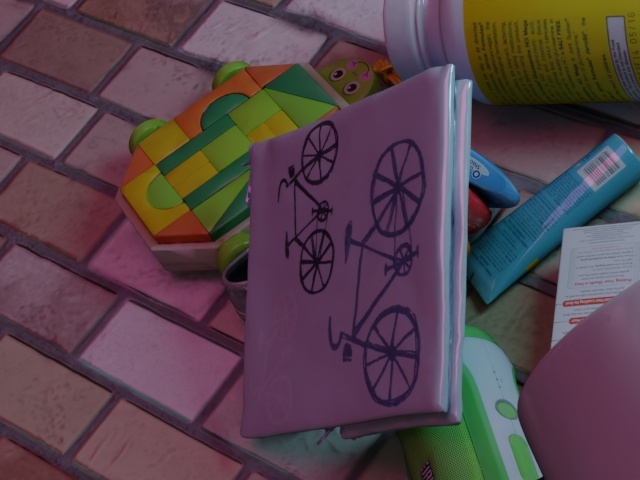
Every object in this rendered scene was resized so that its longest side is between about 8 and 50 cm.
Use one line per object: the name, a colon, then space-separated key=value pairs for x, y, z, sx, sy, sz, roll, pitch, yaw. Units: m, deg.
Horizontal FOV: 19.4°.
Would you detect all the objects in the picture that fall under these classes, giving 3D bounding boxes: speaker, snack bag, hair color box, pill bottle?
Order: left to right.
snack bag: x=0.025 y=0.029 z=1.755 sx=0.342 sy=0.037 sz=0.323 roll=-18 pitch=67 yaw=53
speaker: x=0.143 y=0.217 z=1.656 sx=0.131 sy=0.131 sz=0.296 roll=-24 pitch=46 yaw=8
pill bottle: x=0.243 y=-0.234 z=1.935 sx=0.334 sy=0.188 sz=0.188 roll=0 pitch=53 yaw=28
hair color box: x=0.271 y=0.065 z=1.767 sx=0.093 sy=0.053 sz=0.167 roll=-5 pitch=50 yaw=22

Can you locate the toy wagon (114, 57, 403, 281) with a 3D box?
toy wagon: x=-0.060 y=-0.107 z=2.069 sx=0.344 sy=0.068 sz=0.267 roll=-36 pitch=45 yaw=-4

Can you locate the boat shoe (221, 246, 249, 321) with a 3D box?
boat shoe: x=-0.001 y=0.000 z=1.943 sx=0.227 sy=0.081 sz=0.079 roll=-35 pitch=45 yaw=-2

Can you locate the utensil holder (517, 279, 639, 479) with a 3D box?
utensil holder: x=0.355 y=0.220 z=1.324 sx=0.327 sy=0.327 sz=0.385 roll=-27 pitch=63 yaw=5

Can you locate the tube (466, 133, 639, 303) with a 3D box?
tube: x=0.229 y=-0.023 z=1.869 sx=0.207 sy=0.052 sz=0.080 roll=-38 pitch=37 yaw=2

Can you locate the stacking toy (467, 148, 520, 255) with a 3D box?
stacking toy: x=0.051 y=0.035 z=1.850 sx=0.302 sy=0.175 sz=0.166 roll=-63 pitch=12 yaw=-5

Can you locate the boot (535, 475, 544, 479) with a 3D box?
boot: x=0.289 y=0.271 z=1.549 sx=0.094 sy=0.246 sz=0.207 roll=-38 pitch=69 yaw=44
